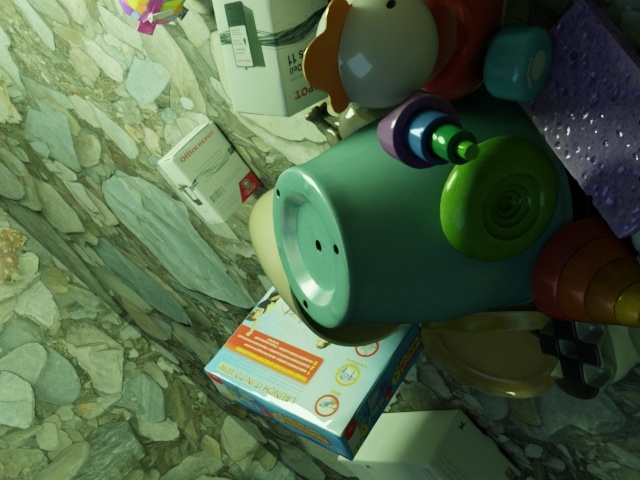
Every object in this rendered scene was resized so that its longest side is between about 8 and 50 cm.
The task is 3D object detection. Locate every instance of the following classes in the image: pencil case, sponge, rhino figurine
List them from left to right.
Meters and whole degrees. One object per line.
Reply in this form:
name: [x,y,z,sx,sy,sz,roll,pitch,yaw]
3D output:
pencil case: [-0.195,-0.368,0.911,0.104,0.104,0.236,43,151,-8]
rhino figurine: [0.065,-0.182,0.907,0.106,0.073,0.243,44,150,-2]
sponge: [0.277,-0.118,0.681,0.210,0.031,0.117,61,139,19]

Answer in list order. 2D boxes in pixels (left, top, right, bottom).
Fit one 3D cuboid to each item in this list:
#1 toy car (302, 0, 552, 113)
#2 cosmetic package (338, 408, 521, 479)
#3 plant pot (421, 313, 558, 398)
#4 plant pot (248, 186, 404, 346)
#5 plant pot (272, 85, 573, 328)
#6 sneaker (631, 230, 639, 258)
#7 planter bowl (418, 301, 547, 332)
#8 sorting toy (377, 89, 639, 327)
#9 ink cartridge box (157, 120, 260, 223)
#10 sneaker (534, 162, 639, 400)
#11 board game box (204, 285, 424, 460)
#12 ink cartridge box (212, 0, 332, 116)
toy car: [0.070,-0.210,0.650,0.219,0.238,0.210,21,127,34]
cosmetic package: [0.239,0.517,1.616,0.217,0.156,0.385,46,151,-8]
plant pot: [0.287,0.184,1.191,0.237,0.032,0.236,21,143,17]
plant pot: [0.000,0.000,1.097,0.274,0.256,0.256,22,151,57]
plant pot: [0.094,-0.022,0.805,0.272,0.255,0.271,43,141,49]
sneaker: [0.364,-0.038,0.689,0.281,0.105,0.115,53,143,11]
planter bowl: [0.248,0.076,1.005,0.217,0.090,0.217,-1,166,0]
sorting toy: [0.210,-0.008,0.649,0.366,0.127,0.126,34,-174,-29]
ink cartridge box: [-0.197,-0.120,1.253,0.063,0.109,0.150,-1,133,54]
sneaker: [0.332,0.015,0.858,0.122,0.146,0.330,18,124,61]
board game box: [0.004,0.195,1.274,0.308,0.302,0.086,18,145,34]
ink cartridge box: [-0.036,-0.257,0.776,0.087,0.153,0.208,15,126,36]
